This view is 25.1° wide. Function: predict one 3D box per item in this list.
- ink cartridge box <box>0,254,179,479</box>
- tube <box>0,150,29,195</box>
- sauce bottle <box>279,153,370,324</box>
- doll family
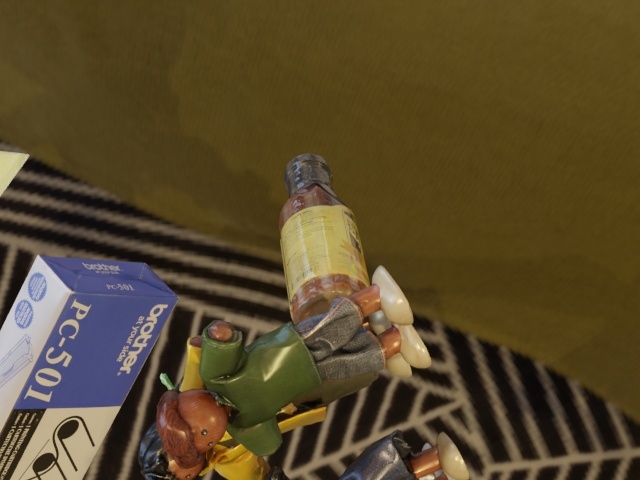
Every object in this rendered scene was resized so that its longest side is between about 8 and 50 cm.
[{"bbox_3d":[-0.185,0.108,0.970,0.046,0.097,0.207,42,111,34],"label":"ink cartridge box"},{"bbox_3d":[-0.349,-0.049,1.110,0.240,0.062,0.070,8,90,20],"label":"tube"},{"bbox_3d":[0.000,0.000,0.724,0.042,0.042,0.128,-1,38,-6],"label":"sauce bottle"},{"bbox_3d":[-0.010,0.086,0.530,0.111,0.193,0.076,-28,35,-8],"label":"doll family"}]
